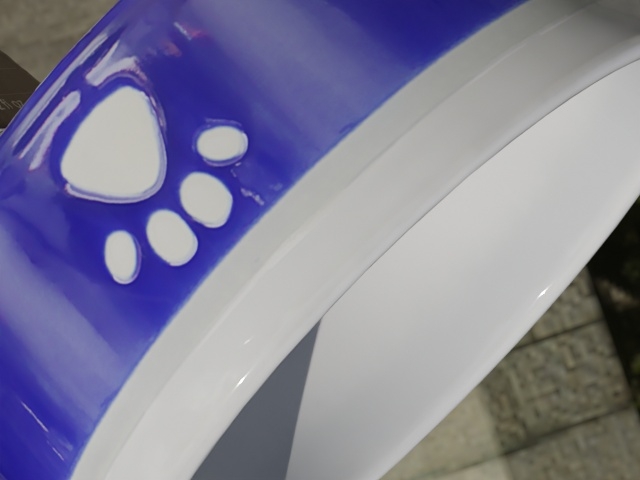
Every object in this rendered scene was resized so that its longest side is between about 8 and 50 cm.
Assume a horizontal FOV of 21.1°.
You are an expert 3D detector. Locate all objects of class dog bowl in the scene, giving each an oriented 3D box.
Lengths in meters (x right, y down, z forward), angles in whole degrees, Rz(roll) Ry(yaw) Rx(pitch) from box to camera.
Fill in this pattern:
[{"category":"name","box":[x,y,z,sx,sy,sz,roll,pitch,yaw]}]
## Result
[{"category":"dog bowl","box":[0.000,0.000,0.571,0.265,0.104,0.265,-41,163,-15]}]

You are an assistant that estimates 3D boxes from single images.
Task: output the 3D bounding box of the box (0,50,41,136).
[{"category":"box","box":[-0.292,-0.064,1.024,0.167,0.203,0.168,-54,170,17]}]
